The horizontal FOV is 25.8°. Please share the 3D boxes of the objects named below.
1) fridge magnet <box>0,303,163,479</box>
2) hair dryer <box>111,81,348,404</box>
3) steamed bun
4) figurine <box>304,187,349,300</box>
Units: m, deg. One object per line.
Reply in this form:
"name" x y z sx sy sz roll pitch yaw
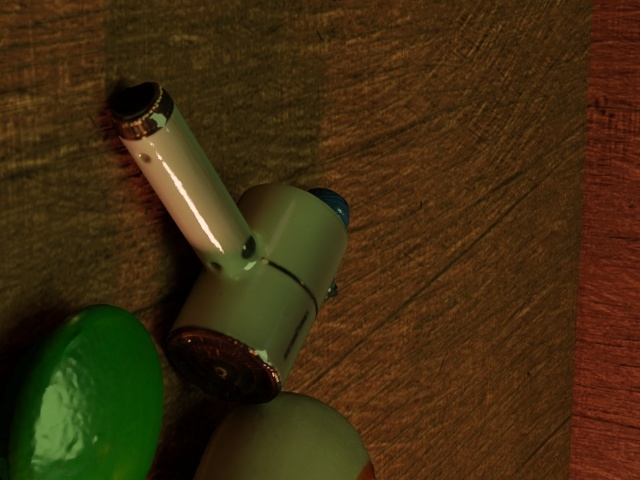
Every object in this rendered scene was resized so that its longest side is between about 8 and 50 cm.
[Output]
"fridge magnet" -0.202 0.156 1.190 0.208 0.088 0.208 -25 118 -61
"hair dryer" -0.106 -0.025 1.343 0.362 0.128 0.203 61 43 -41
"steamed bun" -0.030 0.301 1.446 0.283 0.177 0.283 12 90 -77
"figurine" -0.007 0.003 1.617 0.079 0.077 0.136 -11 120 -46
